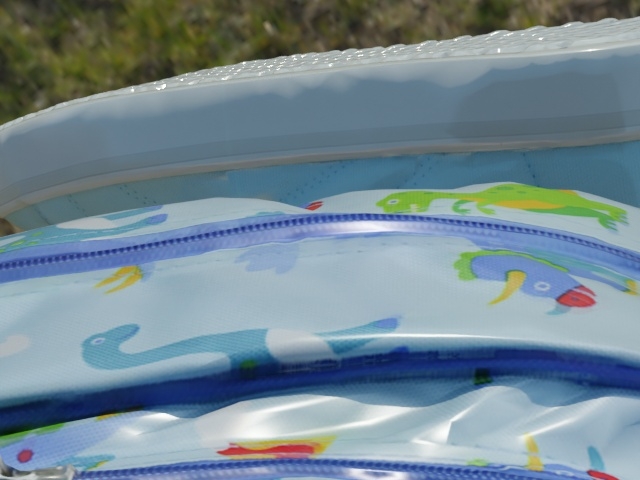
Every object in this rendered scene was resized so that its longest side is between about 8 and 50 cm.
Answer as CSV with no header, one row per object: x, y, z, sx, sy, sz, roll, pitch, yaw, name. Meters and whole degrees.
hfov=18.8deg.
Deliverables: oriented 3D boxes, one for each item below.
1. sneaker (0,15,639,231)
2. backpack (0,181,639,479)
0.000,0.000,0.790,0.366,0.135,0.150,-2,100,39,sneaker
-0.030,0.127,0.438,0.355,0.290,0.273,-15,11,-3,backpack
